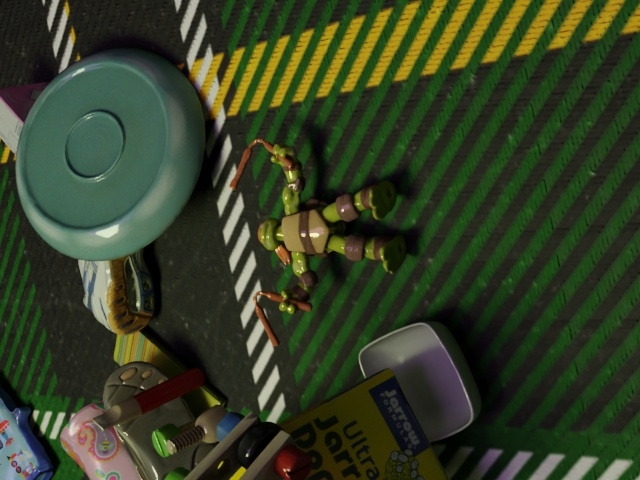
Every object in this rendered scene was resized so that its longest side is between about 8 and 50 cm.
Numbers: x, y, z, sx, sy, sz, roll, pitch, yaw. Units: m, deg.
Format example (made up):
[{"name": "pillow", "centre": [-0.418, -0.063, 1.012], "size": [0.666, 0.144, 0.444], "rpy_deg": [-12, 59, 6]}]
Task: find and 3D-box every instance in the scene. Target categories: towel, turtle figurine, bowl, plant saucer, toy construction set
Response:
[{"name": "towel", "centre": [-0.240, 0.218, 1.656], "size": [0.237, 0.021, 0.102], "rpy_deg": [36, 130, 27]}, {"name": "turtle figurine", "centre": [0.000, 0.000, 1.330], "size": [0.217, 0.087, 0.269], "rpy_deg": [-2, 93, 34]}, {"name": "bowl", "centre": [0.129, 0.171, 1.289], "size": [0.142, 0.053, 0.142], "rpy_deg": [-30, 82, 43]}, {"name": "plant saucer", "centre": [-0.312, -0.129, 1.493], "size": [0.318, 0.044, 0.317], "rpy_deg": [-5, 77, 23]}, {"name": "toy construction set", "centre": [-0.148, 0.303, 1.112], "size": [0.309, 0.237, 0.257], "rpy_deg": [50, 140, 23]}]

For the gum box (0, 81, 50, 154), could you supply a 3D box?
[{"name": "gum box", "centre": [-0.420, -0.162, 1.638], "size": [0.188, 0.107, 0.062], "rpy_deg": [46, 128, 22]}]

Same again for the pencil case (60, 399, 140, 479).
[{"name": "pencil case", "centre": [-0.300, 0.391, 1.697], "size": [0.284, 0.124, 0.124], "rpy_deg": [48, 129, 19]}]

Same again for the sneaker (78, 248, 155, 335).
[{"name": "sneaker", "centre": [-0.326, -0.005, 1.602], "size": [0.131, 0.112, 0.296], "rpy_deg": [22, 113, 42]}]

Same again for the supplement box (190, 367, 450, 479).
[{"name": "supplement box", "centre": [-0.025, 0.327, 1.333], "size": [0.356, 0.195, 0.194], "rpy_deg": [-38, 78, 52]}]

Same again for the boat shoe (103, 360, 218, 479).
[{"name": "boat shoe", "centre": [-0.209, 0.342, 1.597], "size": [0.355, 0.132, 0.130], "rpy_deg": [62, 162, 1]}]

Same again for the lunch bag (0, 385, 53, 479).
[{"name": "lunch bag", "centre": [-0.622, 0.410, 1.999], "size": [0.293, 0.138, 0.221], "rpy_deg": [-49, 69, 26]}]
